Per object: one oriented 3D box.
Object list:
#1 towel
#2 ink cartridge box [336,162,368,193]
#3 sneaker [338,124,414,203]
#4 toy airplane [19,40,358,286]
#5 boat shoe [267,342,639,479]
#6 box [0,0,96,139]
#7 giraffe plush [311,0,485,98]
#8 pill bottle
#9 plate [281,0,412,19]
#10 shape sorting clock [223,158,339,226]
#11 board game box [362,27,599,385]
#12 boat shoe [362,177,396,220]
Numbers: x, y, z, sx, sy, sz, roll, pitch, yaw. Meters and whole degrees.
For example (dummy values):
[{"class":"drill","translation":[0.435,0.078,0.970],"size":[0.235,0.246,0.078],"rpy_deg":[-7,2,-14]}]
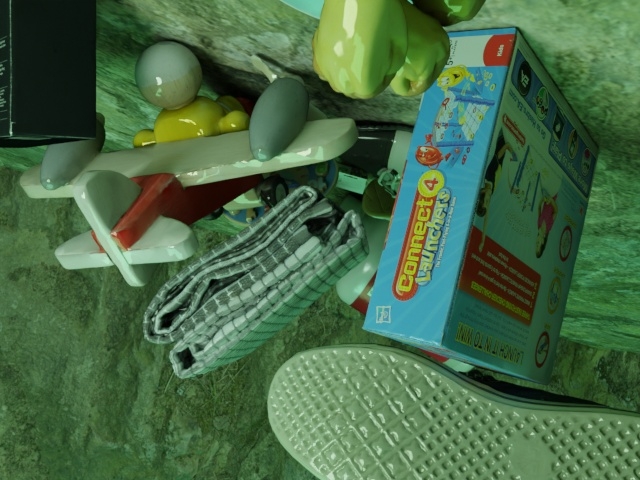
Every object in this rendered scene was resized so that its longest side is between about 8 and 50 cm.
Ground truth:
[{"class":"towel","translation":[-0.074,0.044,0.925],"size":[0.121,0.283,0.235],"rpy_deg":[50,-179,8]},{"class":"ink cartridge box","translation":[0.055,-0.117,1.300],"size":[0.062,0.029,0.115],"rpy_deg":[16,171,1]},{"class":"sneaker","translation":[0.163,-0.069,1.036],"size":[0.330,0.146,0.122],"rpy_deg":[17,173,-2]},{"class":"toy airplane","translation":[-0.193,-0.116,0.924],"size":[0.386,0.273,0.384],"rpy_deg":[-16,-163,-19]},{"class":"boat shoe","translation":[0.178,0.241,0.841],"size":[0.500,0.187,0.156],"rpy_deg":[8,165,15]},{"class":"box","translation":[-0.367,-0.209,0.864],"size":[0.103,0.184,0.261],"rpy_deg":[-5,-173,-39]},{"class":"giraffe plush","translation":[0.003,-0.204,0.446],"size":[0.170,0.181,0.210],"rpy_deg":[35,-168,25]},{"class":"pill bottle","translation":[0.183,0.081,1.502],"size":[0.407,0.229,0.229],"rpy_deg":[32,171,0]},{"class":"plate","translation":[0.017,-0.235,0.604],"size":[0.188,0.024,0.188],"rpy_deg":[16,172,2]},{"class":"shape sorting clock","translation":[-0.071,-0.095,1.164],"size":[0.206,0.206,0.040],"rpy_deg":[11,142,28]},{"class":"board game box","translation":[0.192,-0.016,0.771],"size":[0.086,0.302,0.308],"rpy_deg":[9,169,37]},{"class":"boat shoe","translation":[0.201,-0.055,1.241],"size":[0.096,0.098,0.277],"rpy_deg":[20,178,-44]}]
